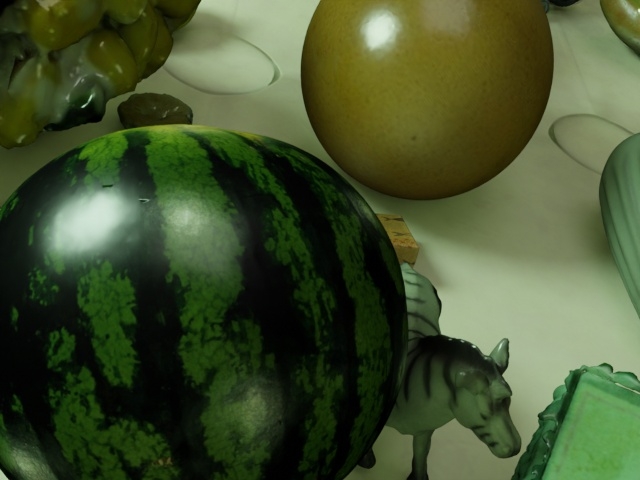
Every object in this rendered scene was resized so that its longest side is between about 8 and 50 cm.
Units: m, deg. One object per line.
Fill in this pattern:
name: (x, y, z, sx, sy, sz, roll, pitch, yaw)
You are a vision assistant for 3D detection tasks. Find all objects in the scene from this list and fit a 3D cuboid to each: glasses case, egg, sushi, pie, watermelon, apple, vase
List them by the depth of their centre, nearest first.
watermelon: (-0.079, 0.056, 0.514, 0.269, 0.269, 0.269, 10, 40, -8)
sushi: (-0.271, -0.207, 0.741, 0.285, 0.328, 0.329, 33, 75, -22)
glasses case: (0.000, 0.000, 0.786, 0.170, 0.041, 0.064, 4, 30, -15)
vase: (0.349, 0.001, 0.848, 0.128, 0.128, 0.248, 13, 49, -4)
egg: (0.110, -0.185, 0.871, 0.250, 0.250, 0.322, 18, 44, 2)
pie: (-0.173, -0.129, 0.893, 0.084, 0.020, 0.084, 11, 38, -9)
apple: (0.549, -0.327, 1.306, 0.265, 0.120, 0.193, -16, 62, -30)

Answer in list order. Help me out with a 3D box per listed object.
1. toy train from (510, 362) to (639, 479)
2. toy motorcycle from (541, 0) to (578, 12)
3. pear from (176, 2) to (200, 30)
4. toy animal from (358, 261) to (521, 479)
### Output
toy train: (0.186, 0.216, 0.515, 0.188, 0.159, 0.272, 22, 42, 16)
toy motorcycle: (0.311, -0.439, 1.306, 0.307, 0.173, 0.108, -8, 44, -25)
pear: (-0.201, -0.297, 1.015, 0.107, 0.107, 0.131, 40, 37, 26)
toy animal: (0.067, 0.083, 0.606, 0.073, 0.176, 0.217, 7, 39, -13)
